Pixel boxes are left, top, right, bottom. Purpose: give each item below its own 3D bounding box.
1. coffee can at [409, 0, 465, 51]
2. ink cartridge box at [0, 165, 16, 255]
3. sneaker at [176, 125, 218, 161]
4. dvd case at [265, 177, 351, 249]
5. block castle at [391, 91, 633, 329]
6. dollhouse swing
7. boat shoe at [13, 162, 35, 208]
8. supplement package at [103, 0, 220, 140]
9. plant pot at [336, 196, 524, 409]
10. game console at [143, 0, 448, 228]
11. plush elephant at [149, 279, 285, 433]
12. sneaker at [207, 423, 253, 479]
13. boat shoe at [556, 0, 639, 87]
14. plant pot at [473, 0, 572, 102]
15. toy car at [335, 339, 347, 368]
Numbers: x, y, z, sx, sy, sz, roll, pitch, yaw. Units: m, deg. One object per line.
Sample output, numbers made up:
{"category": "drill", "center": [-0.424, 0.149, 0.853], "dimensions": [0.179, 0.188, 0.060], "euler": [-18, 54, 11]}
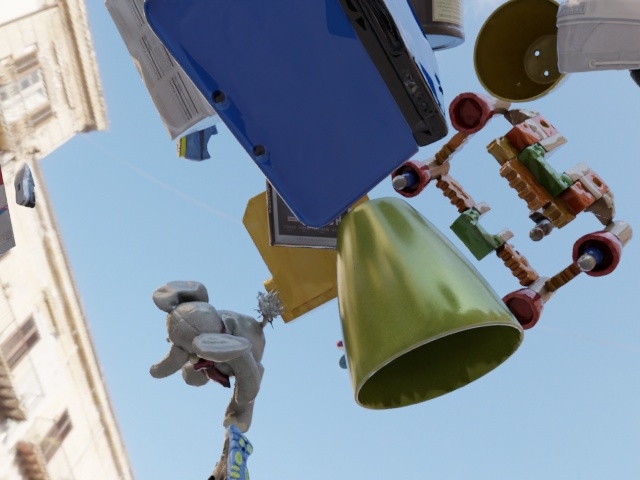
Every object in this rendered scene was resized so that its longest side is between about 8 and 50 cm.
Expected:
{"category": "coffee can", "center": [0.150, -0.482, 1.098], "dimensions": [0.202, 0.201, 0.275], "euler": [0, -83, 15]}
{"category": "ink cartridge box", "center": [-0.553, -0.062, 0.967], "dimensions": [0.128, 0.072, 0.175], "euler": [26, -48, 15]}
{"category": "sneaker", "center": [-0.258, -0.272, 1.337], "dimensions": [0.082, 0.069, 0.209], "euler": [2, -74, -20]}
{"category": "dvd case", "center": [-0.024, -0.103, 1.231], "dimensions": [0.180, 0.238, 0.030], "euler": [3, -16, -31]}
{"category": "block castle", "center": [0.383, -0.068, 1.303], "dimensions": [0.453, 0.213, 0.303], "euler": [52, -46, 13]}
{"category": "dollhouse swing", "center": [0.000, 0.000, 1.594], "dimensions": [0.347, 0.315, 0.304], "euler": [-29, -97, -2]}
{"category": "boat shoe", "center": [-0.745, -0.136, 1.584], "dimensions": [0.049, 0.142, 0.040], "euler": [-33, -38, 20]}
{"category": "supplement package", "center": [-0.206, -0.341, 1.087], "dimensions": [0.145, 0.204, 0.261], "euler": [-15, -78, 52]}
{"category": "plant pot", "center": [0.136, 0.080, 1.021], "dimensions": [0.275, 0.293, 0.274], "euler": [-15, -32, -9]}
{"category": "game console", "center": [-0.002, -0.209, 0.654], "dimensions": [0.174, 0.250, 0.293], "euler": [-21, -54, 22]}
{"category": "plush elephant", "center": [-0.250, 0.231, 1.370], "dimensions": [0.256, 0.272, 0.329], "euler": [20, -76, -44]}
{"category": "sneaker", "center": [-0.167, 0.402, 1.125], "dimensions": [0.078, 0.188, 0.067], "euler": [-36, -70, 11]}
{"category": "boat shoe", "center": [0.262, -0.146, 0.484], "dimensions": [0.184, 0.066, 0.063], "euler": [-2, -74, -26]}
{"category": "plant pot", "center": [0.286, -0.246, 0.832], "dimensions": [0.134, 0.095, 0.134], "euler": [4, -84, 40]}
{"category": "toy car", "center": [0.108, 0.282, 1.688], "dimensions": [0.136, 0.181, 0.159], "euler": [10, -19, 30]}
